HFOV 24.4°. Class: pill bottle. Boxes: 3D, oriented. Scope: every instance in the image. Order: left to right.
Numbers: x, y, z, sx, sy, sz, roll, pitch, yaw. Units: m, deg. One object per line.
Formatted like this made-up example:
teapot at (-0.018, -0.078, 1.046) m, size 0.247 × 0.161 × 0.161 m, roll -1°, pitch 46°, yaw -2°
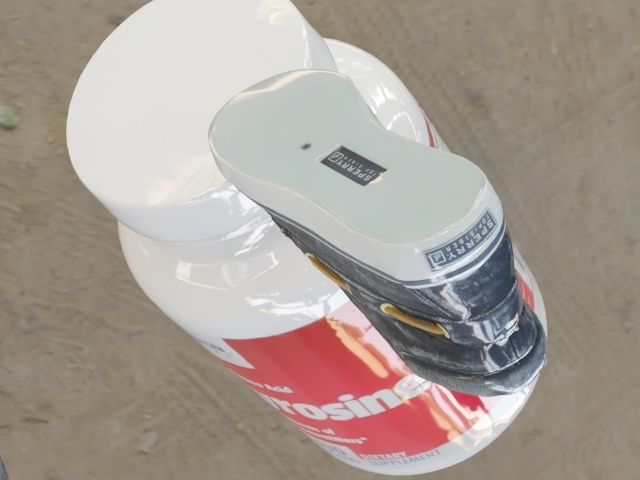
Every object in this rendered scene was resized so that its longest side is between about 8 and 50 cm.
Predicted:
pill bottle at (0.000, 0.000, 1.075) m, size 0.407 × 0.229 × 0.229 m, roll 48°, pitch 60°, yaw -51°

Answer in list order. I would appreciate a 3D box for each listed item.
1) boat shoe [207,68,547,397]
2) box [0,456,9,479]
boat shoe at (0.017, -0.004, 0.578) m, size 0.065 × 0.183 × 0.083 m, roll -33°, pitch 123°, yaw -11°
box at (-0.143, 0.021, 0.230) m, size 0.183 × 0.059 × 0.232 m, roll -68°, pitch 151°, yaw -49°
